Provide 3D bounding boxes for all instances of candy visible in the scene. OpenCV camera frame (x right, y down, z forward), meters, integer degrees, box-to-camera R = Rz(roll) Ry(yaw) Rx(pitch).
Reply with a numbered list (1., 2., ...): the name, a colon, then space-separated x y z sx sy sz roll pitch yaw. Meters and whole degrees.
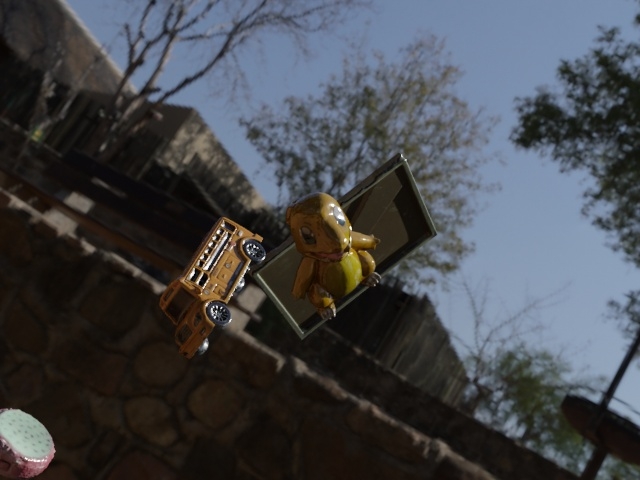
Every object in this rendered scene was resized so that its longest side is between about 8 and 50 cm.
1. candy: -0.402 0.268 1.117 0.103 0.043 0.103 41 12 -10

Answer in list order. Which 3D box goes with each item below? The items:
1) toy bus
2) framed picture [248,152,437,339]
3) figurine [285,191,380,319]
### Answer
1. toy bus: -0.147 0.059 1.115 0.088 0.194 0.083 34 -50 -7
2. framed picture: 0.043 0.016 1.325 0.016 0.289 0.213 49 -6 40
3. figurine: -0.002 -0.003 0.958 0.122 0.121 0.176 52 -12 28
